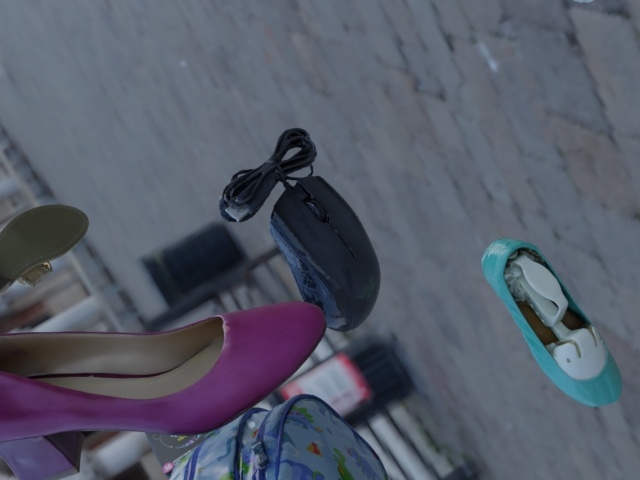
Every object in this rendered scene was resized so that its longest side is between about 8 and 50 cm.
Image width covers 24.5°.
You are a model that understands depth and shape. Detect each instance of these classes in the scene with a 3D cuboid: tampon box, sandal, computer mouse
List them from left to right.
[{"bbox_3d":[-0.419,0.035,2.025,0.088,0.240,0.079,37,134,11],"label":"sandal"},{"bbox_3d":[-0.164,0.253,1.971,0.161,0.120,0.101,54,176,46],"label":"tampon box"},{"bbox_3d":[0.000,0.000,1.922,0.072,0.188,0.272,-12,116,49],"label":"computer mouse"}]

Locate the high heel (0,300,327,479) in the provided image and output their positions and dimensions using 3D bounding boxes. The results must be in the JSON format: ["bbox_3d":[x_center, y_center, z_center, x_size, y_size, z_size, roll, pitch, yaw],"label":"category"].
[{"bbox_3d":[-0.189,0.113,1.467,0.181,0.377,0.127,61,-175,-32],"label":"high heel"}]

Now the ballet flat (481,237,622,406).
[{"bbox_3d":[0.283,0.101,1.767,0.247,0.083,0.087,53,169,0],"label":"ballet flat"}]

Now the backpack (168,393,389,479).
[{"bbox_3d":[-0.039,0.324,1.517,0.290,0.273,0.355,41,-177,-17],"label":"backpack"}]

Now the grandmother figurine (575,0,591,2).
[{"bbox_3d":[0.214,-0.387,1.674,0.342,0.104,0.207,33,144,-27],"label":"grandmother figurine"}]
